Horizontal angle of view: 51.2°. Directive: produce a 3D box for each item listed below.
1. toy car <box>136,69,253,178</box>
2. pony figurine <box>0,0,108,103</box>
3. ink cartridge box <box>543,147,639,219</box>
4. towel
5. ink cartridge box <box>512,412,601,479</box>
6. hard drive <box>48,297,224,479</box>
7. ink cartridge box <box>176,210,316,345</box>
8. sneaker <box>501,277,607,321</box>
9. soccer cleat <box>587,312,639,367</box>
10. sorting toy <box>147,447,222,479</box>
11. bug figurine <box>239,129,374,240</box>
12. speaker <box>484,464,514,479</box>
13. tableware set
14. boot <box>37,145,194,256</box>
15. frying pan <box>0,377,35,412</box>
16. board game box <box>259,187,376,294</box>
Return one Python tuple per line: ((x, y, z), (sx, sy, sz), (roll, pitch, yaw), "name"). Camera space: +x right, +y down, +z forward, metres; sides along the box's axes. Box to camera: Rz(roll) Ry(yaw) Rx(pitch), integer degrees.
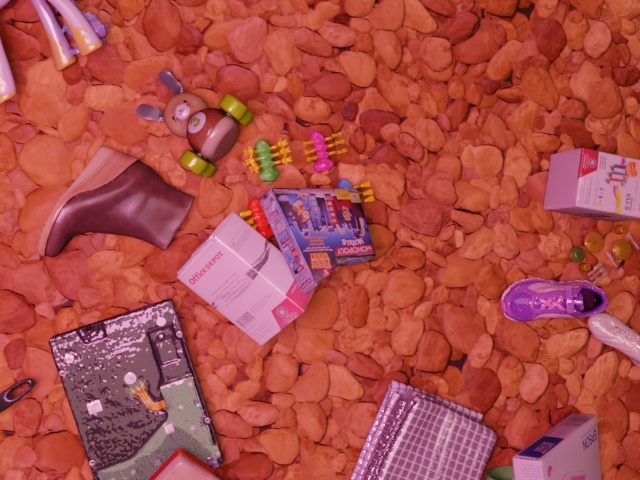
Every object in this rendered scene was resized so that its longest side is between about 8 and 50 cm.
((-0.251, -0.235, 1.267), (0.188, 0.149, 0.155), (36, 92, 1), "toy car")
((-0.538, -0.469, 1.154), (0.351, 0.303, 0.363), (-31, 111, -3), "pony figurine")
((0.605, -0.118, 1.460), (0.176, 0.127, 0.128), (8, 87, -14), "ink cartridge box")
((0.211, 0.458, 1.366), (0.235, 0.121, 0.283), (26, 84, -12), "towel")
((0.501, 0.557, 1.370), (0.324, 0.072, 0.329), (-6, 90, -51), "ink cartridge box")
((-0.344, 0.305, 1.270), (0.237, 0.064, 0.338), (-19, 93, -12), "hard drive")
((-0.140, 0.074, 1.265), (0.218, 0.158, 0.092), (40, 41, -11), "ink cartridge box")
((0.513, 0.130, 1.445), (0.237, 0.104, 0.095), (-3, 93, -7), "sneaker")
((0.689, 0.225, 1.501), (0.196, 0.076, 0.068), (36, 82, -10), "soccer cleat")
((-0.255, 0.533, 1.235), (0.255, 0.089, 0.257), (-47, 117, 1), "sorting toy")
((-0.040, -0.108, 1.339), (0.279, 0.072, 0.216), (-13, 99, -18), "bug figurine")
((0.416, 0.639, 1.409), (0.131, 0.131, 0.296), (-5, 90, -13), "speaker")
((0.644, 0.020, 1.523), (0.154, 0.024, 0.104), (-37, 94, -10), "tableware set")
((-0.381, -0.035, 1.251), (0.207, 0.090, 0.248), (33, 79, -8), "boot")
((-0.688, 0.339, 1.197), (0.197, 0.053, 0.326), (34, 81, -10), "frying pan")
((0.000, 0.000, 1.250), (0.194, 0.060, 0.194), (-1, 68, -31), "board game box")
